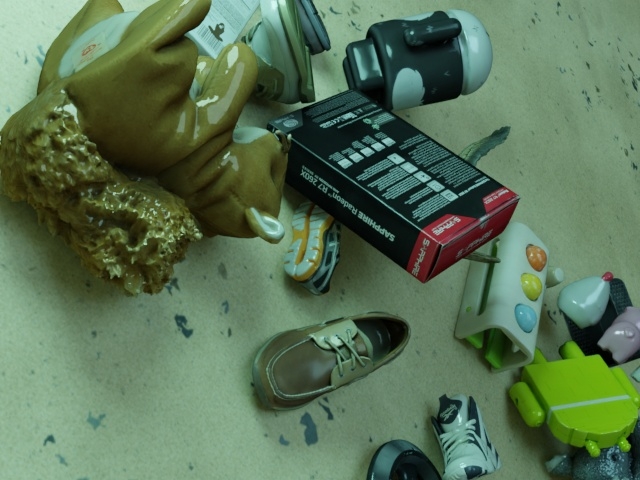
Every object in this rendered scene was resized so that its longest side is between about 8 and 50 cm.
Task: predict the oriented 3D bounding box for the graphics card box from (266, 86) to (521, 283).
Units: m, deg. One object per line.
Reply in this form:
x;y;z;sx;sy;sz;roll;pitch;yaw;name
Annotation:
0.109;-0.101;1.738;0.371;0.094;0.233;37;43;23;graphics card box

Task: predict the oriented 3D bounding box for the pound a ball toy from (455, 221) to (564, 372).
0.400;0.111;2.082;0.208;0.136;0.319;43;44;-23;pound a ball toy

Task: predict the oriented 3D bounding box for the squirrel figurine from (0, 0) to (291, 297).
-0.221;-0.101;1.461;0.370;0.281;0.397;52;58;-34;squirrel figurine

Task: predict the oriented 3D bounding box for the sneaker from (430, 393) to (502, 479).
0.229;0.330;1.782;0.153;0.094;0.235;63;20;14;sneaker

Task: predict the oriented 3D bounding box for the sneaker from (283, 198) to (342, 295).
0.000;0.000;1.755;0.083;0.084;0.215;54;41;-34;sneaker

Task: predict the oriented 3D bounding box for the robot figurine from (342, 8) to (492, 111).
0.185;-0.342;2.008;0.209;0.278;0.173;-118;-162;-64;robot figurine

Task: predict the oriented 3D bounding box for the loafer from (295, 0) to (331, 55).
-0.085;-0.462;1.914;0.302;0.095;0.109;62;9;-10;loafer

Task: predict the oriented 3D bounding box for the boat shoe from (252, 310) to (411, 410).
0.023;0.171;1.648;0.324;0.116;0.123;-20;85;-51;boat shoe

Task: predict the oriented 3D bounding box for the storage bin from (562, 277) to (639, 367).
0.608;0.182;2.282;0.084;0.122;0.180;-7;75;-49;storage bin

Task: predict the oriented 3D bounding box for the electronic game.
0.143;0.431;1.692;0.229;0.048;0.229;33;46;-42;electronic game

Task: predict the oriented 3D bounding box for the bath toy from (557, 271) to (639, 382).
0.636;0.198;2.138;0.348;0.129;0.151;44;5;12;bath toy

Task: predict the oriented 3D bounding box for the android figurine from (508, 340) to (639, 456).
0.493;0.302;2.027;0.248;0.056;0.273;-7;39;-17;android figurine

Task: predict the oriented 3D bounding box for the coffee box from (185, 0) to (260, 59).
-0.188;-0.345;1.677;0.098;0.141;0.246;45;42;-20;coffee box

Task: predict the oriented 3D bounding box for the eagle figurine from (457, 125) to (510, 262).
0.214;-0.108;1.963;0.226;0.225;0.298;20;66;-24;eagle figurine

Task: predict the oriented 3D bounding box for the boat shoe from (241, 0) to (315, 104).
-0.073;-0.293;1.691;0.302;0.103;0.113;74;10;-69;boat shoe

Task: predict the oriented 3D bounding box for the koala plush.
0.559;0.429;2.053;0.221;0.196;0.203;-22;129;-47;koala plush
